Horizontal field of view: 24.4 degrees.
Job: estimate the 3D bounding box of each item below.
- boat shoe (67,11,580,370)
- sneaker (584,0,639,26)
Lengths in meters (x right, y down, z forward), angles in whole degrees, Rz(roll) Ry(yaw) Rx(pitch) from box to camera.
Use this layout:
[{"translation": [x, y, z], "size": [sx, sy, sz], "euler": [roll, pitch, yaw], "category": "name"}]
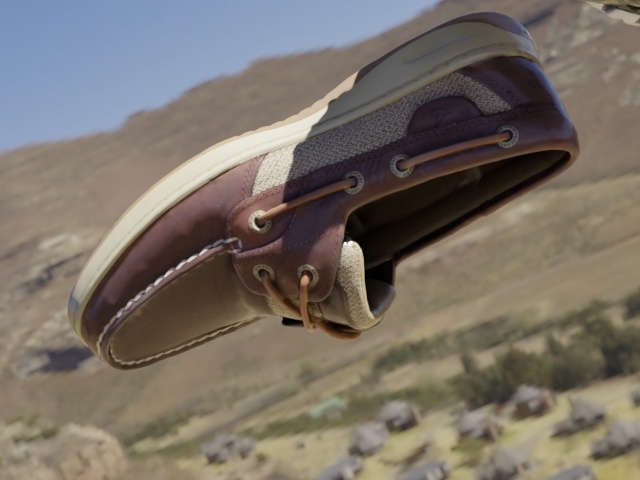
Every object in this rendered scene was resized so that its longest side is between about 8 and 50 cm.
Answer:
[{"translation": [0.000, 0.000, 0.901], "size": [0.342, 0.123, 0.123], "euler": [-30, -31, 9], "category": "boat shoe"}, {"translation": [0.128, -0.173, 0.816], "size": [0.234, 0.078, 0.106], "euler": [9, -3, -17], "category": "sneaker"}]
